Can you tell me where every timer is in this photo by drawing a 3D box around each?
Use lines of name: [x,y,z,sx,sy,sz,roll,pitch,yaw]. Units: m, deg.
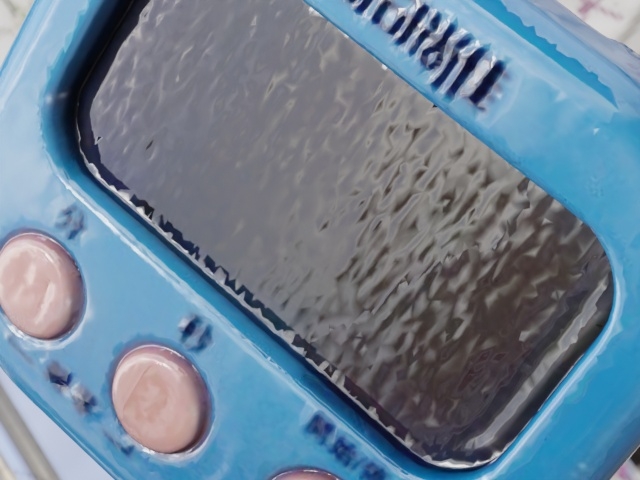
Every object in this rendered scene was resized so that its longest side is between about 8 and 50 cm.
timer: [0.000,0.000,0.676,0.309,0.340,0.115,-57,-15,26]
